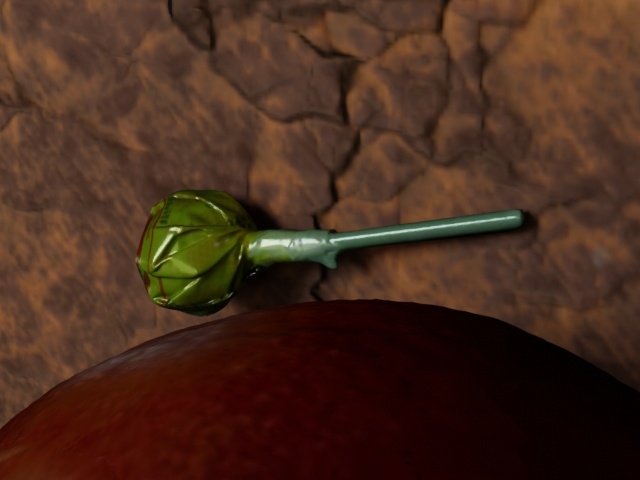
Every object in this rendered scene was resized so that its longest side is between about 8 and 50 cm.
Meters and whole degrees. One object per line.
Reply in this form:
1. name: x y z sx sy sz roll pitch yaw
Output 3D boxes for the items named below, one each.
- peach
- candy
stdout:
1. peach: 0.047 0.203 0.405 0.406 0.335 0.310 59 141 3
2. candy: 0.000 0.000 0.549 0.194 0.058 0.062 -5 80 26
